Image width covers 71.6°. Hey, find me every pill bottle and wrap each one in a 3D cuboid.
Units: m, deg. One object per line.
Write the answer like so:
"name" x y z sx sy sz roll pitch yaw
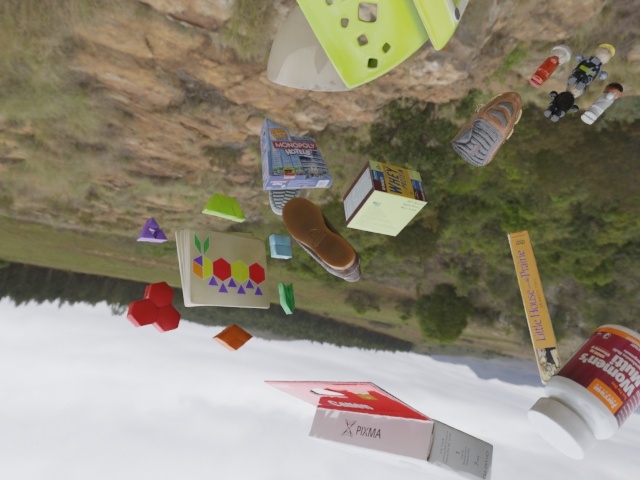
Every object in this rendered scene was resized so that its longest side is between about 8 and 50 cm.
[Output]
"pill bottle" 0.470 0.257 0.763 0.121 0.221 0.121 47 164 18

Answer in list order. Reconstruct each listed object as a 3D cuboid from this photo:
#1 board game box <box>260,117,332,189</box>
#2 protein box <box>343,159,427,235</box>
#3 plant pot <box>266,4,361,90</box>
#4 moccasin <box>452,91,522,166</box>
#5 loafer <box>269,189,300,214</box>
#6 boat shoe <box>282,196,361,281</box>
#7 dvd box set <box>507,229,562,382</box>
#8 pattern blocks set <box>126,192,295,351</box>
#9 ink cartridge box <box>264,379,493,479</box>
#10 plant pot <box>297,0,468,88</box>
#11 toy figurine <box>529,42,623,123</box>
"board game box" -0.079 -0.228 1.160 0.194 0.194 0.060 -7 152 -29
"protein box" 0.212 -0.139 1.509 0.199 0.136 0.201 10 143 -22
"plant pot" -0.007 -0.553 1.252 0.284 0.191 0.284 5 -149 -3
"moccasin" 0.482 -0.323 1.295 0.139 0.147 0.380 42 179 13
"loafer" -0.097 -0.186 1.333 0.094 0.251 0.087 6 161 2
"boat shoe" 0.000 0.000 0.821 0.207 0.073 0.073 50 178 36
"dvd box set" 0.649 0.210 1.326 0.062 0.421 0.307 -14 155 25
"pattern blocks set" -0.173 0.052 0.800 0.026 0.286 0.324 -22 149 40
"ink cartridge box" 0.072 0.303 0.715 0.261 0.066 0.296 32 150 -24
"plant pot" 0.111 -0.414 0.692 0.207 0.227 0.228 -1 140 42
"toy figurine" 0.755 -0.462 1.300 0.213 0.148 0.209 45 176 -29
